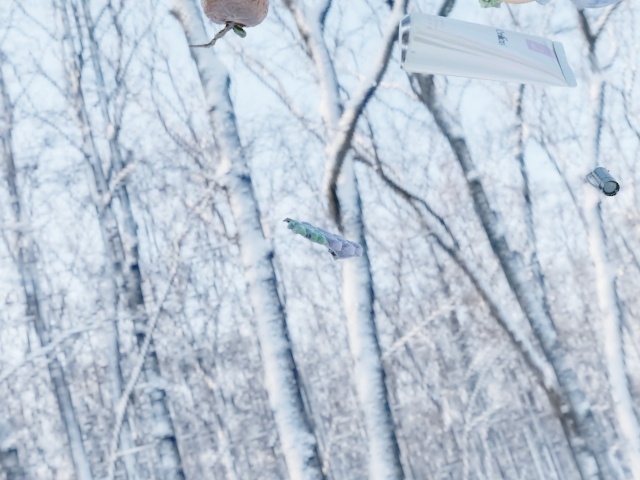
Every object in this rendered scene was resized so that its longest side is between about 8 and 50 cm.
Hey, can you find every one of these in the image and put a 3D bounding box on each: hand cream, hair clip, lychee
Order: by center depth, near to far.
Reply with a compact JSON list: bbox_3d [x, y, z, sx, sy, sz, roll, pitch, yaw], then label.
[{"bbox_3d":[-0.140,-0.367,1.472,0.115,0.101,0.140,12,-63,-30],"label":"lychee"},{"bbox_3d":[0.000,0.002,1.863,0.124,0.052,0.195,25,2,39],"label":"hair clip"},{"bbox_3d":[0.332,-0.382,1.909,0.359,0.185,0.118,6,-52,-5],"label":"hand cream"}]

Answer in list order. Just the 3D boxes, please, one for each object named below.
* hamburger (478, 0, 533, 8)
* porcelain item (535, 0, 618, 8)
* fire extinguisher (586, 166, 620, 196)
[{"bbox_3d":[0.273,-0.421,1.252,0.246,0.170,0.246,-29,-47,-35],"label":"hamburger"},{"bbox_3d":[0.363,-0.365,1.112,0.259,0.141,0.141,-27,-21,7],"label":"porcelain item"},{"bbox_3d":[0.408,-0.089,1.371,0.038,0.025,0.083,-8,23,6],"label":"fire extinguisher"}]
